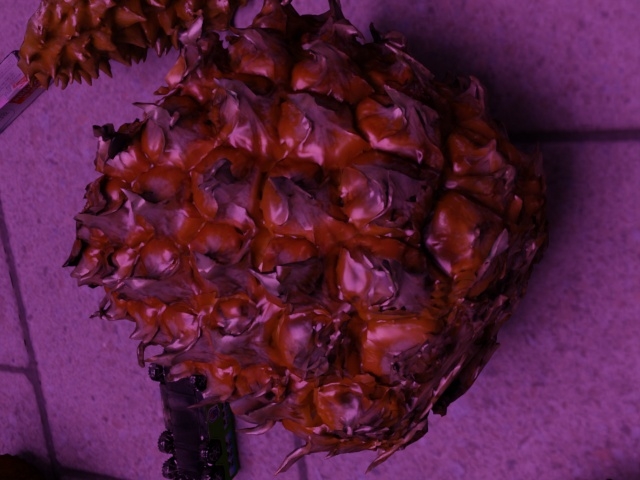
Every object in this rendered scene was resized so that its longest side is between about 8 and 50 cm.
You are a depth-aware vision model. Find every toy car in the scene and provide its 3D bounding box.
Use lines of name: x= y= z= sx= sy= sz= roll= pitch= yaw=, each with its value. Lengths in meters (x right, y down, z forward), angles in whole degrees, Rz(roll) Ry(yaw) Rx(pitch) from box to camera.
toy car: x=-0.132 y=0.189 z=1.242 sx=0.071 sy=0.062 sz=0.165 roll=5 pitch=109 yaw=34

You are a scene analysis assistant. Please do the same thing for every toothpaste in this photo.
toothpaste: x=-0.367 y=-0.151 z=1.303 sx=0.196 sy=0.047 sz=0.040 roll=-32 pitch=83 yaw=39

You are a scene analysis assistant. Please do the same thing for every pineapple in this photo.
pineapple: x=0.002 y=-0.002 z=0.899 sx=0.300 sy=0.352 sz=0.352 roll=36 pitch=124 yaw=20

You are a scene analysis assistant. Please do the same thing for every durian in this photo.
durian: x=-0.193 y=-0.230 z=1.061 sx=0.185 sy=0.196 sz=0.305 roll=47 pitch=125 yaw=5

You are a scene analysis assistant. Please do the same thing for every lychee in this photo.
lychee: x=-0.397 y=0.325 z=1.452 sx=0.147 sy=0.114 sz=0.114 roll=17 pitch=117 yaw=10

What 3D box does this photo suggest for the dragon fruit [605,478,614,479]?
dragon fruit: x=0.248 y=0.332 z=0.899 sx=0.233 sy=0.234 sz=0.293 roll=-56 pitch=34 yaw=35
